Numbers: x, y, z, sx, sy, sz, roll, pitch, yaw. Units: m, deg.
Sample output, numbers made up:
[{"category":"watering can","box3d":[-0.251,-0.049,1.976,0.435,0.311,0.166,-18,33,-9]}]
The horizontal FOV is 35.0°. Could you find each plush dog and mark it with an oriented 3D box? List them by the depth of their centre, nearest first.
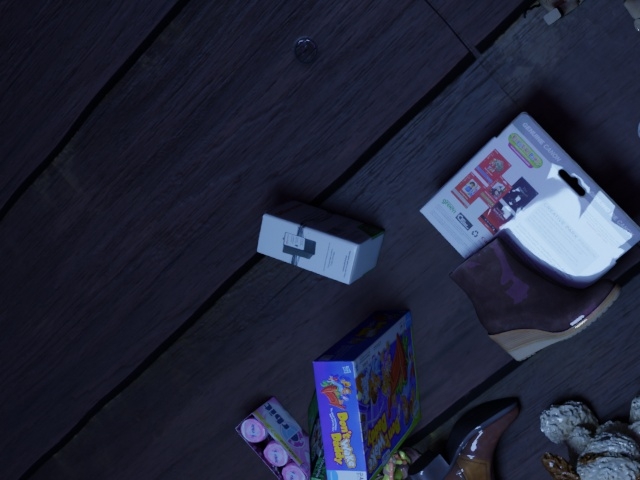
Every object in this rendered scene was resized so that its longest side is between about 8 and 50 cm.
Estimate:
[{"category":"plush dog","box3d":[0.525,0.403,1.824,0.263,0.225,0.210,-9,97,25]}]

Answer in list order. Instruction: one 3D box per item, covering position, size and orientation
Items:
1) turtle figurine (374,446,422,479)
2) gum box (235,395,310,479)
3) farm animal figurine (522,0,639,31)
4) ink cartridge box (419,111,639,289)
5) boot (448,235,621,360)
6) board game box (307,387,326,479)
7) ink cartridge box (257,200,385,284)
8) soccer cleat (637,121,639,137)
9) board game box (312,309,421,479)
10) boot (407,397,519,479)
[{"category":"turtle figurine","box3d":[0.131,0.514,2.024,0.087,0.217,0.269,12,106,21]},{"category":"gum box","box3d":[-0.079,0.436,2.160,0.188,0.107,0.062,47,115,8]},{"category":"farm animal figurine","box3d":[0.497,-0.454,1.698,0.327,0.172,0.330,-10,105,37]},{"category":"ink cartridge box","box3d":[0.391,-0.043,1.839,0.309,0.130,0.272,48,116,7]},{"category":"boot","box3d":[0.366,0.078,1.755,0.248,0.090,0.207,-36,89,31]},{"category":"board game box","box3d":[0.008,0.353,2.030,0.030,0.259,0.136,14,110,-7]},{"category":"ink cartridge box","box3d":[0.000,0.000,2.009,0.208,0.153,0.086,20,109,20]},{"category":"soccer cleat","box3d":[0.608,-0.252,1.730,0.068,0.076,0.196,33,112,14]},{"category":"board game box","box3d":[0.097,0.287,1.919,0.078,0.347,0.233,-3,101,22]},{"category":"boot","box3d":[0.348,0.480,1.979,0.264,0.096,0.280,-41,100,-14]}]
